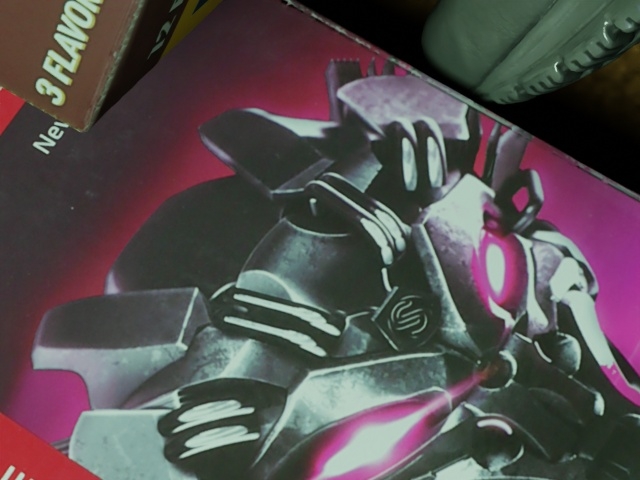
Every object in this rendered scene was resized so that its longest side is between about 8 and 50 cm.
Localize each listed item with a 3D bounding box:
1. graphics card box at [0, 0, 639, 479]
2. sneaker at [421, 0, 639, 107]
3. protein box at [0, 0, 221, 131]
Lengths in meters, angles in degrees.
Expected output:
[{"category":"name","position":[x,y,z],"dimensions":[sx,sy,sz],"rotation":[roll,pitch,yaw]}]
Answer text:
[{"category":"graphics card box","position":[0.015,0.083,0.507],"dimensions":[0.371,0.233,0.094],"rotation":[32,167,14]},{"category":"sneaker","position":[0.103,-0.160,0.478],"dimensions":[0.130,0.109,0.286],"rotation":[41,118,9]},{"category":"protein box","position":[-0.083,-0.165,0.470],"dimensions":[0.199,0.201,0.136],"rotation":[29,123,3]}]
